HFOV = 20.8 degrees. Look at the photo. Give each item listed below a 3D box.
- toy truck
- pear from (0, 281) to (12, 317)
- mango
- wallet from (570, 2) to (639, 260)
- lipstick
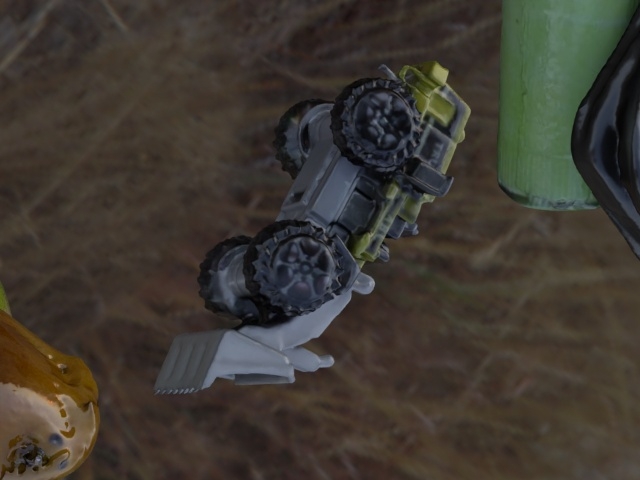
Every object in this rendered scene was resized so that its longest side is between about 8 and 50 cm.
[{"bbox_3d":[0.000,0.000,1.178,0.111,0.136,0.286,36,73,-16],"label":"toy truck"},{"bbox_3d":[-0.272,0.065,1.021,0.187,0.220,0.187,-19,146,-13],"label":"pear"},{"bbox_3d":[-0.146,0.057,0.714,0.077,0.127,0.063,-3,126,-56],"label":"mango"},{"bbox_3d":[0.259,-0.144,0.931,0.377,0.051,0.197,-58,137,-16],"label":"wallet"},{"bbox_3d":[0.129,-0.163,0.879,0.076,0.076,0.304,-13,116,-29],"label":"lipstick"}]
